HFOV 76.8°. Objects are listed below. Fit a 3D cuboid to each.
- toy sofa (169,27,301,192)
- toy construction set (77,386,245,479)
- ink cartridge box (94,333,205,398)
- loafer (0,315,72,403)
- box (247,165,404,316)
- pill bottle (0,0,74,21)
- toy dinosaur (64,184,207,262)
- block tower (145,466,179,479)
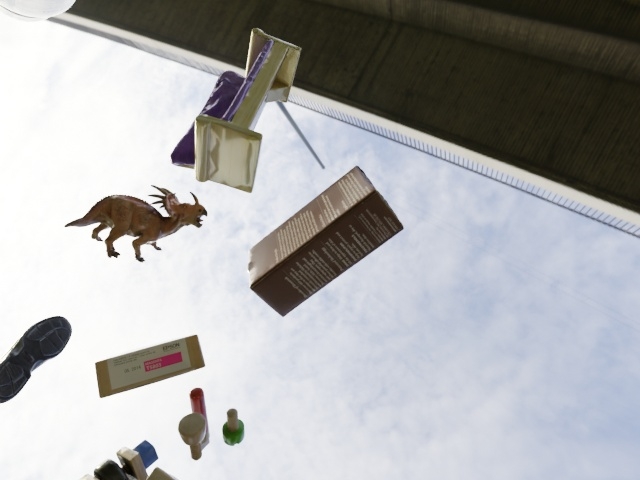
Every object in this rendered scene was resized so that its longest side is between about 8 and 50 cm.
[{"bbox_3d":[-0.171,-0.288,0.843,0.177,0.150,0.362,18,-129,-6],"label":"toy sofa"},{"bbox_3d":[-0.204,0.413,0.577,0.258,0.309,0.237,5,-61,5],"label":"toy construction set"},{"bbox_3d":[-0.421,0.307,1.024,0.235,0.193,0.088,-11,-99,-21],"label":"ink cartridge box"},{"bbox_3d":[-0.762,0.296,1.030,0.095,0.302,0.109,-20,-69,7],"label":"loafer"},{"bbox_3d":[0.000,0.000,1.029,0.381,0.143,0.191,-35,-151,9],"label":"box"},{"bbox_3d":[-0.372,-0.364,0.511,0.229,0.131,0.131,11,-103,49],"label":"pill bottle"},{"bbox_3d":[-0.458,-0.063,1.011,0.127,0.296,0.200,40,-68,53],"label":"toy dinosaur"},{"bbox_3d":[-0.193,0.367,0.302,0.097,0.091,0.335,24,-124,18],"label":"block tower"}]
